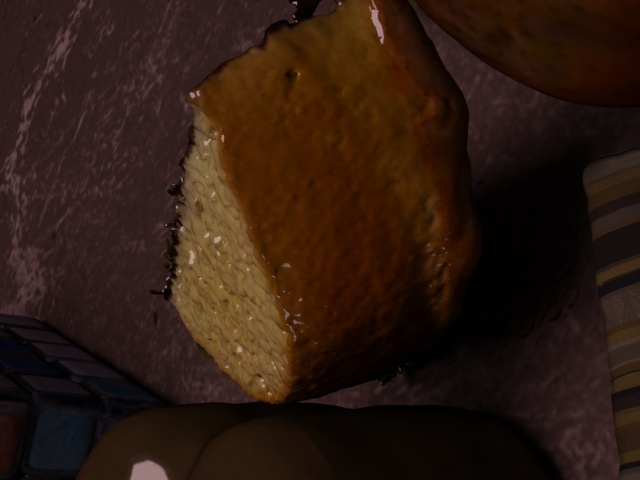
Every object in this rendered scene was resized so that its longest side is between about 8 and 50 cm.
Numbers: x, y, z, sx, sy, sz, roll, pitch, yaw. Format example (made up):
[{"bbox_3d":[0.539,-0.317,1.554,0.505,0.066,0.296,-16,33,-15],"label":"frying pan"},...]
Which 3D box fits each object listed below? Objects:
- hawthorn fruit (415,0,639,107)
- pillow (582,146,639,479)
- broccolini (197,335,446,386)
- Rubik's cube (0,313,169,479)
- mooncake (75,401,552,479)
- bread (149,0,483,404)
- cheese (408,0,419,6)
[{"bbox_3d":[0.140,-0.145,0.571,0.248,0.208,0.208,48,121,32],"label":"hawthorn fruit"},{"bbox_3d":[0.199,0.037,0.560,0.208,0.052,0.212,-22,67,48],"label":"pillow"},{"bbox_3d":[0.002,0.058,0.860,0.057,0.071,0.254,55,150,-9],"label":"broccolini"},{"bbox_3d":[-0.319,0.209,1.042,0.293,0.292,0.286,20,99,53],"label":"Rubik's cube"},{"bbox_3d":[-0.021,0.258,0.688,0.378,0.201,0.378,-16,70,51],"label":"mooncake"},{"bbox_3d":[0.006,0.004,0.676,0.134,0.129,0.260,53,157,20],"label":"bread"},{"bbox_3d":[0.081,-0.267,0.800,0.127,0.050,0.255,-3,79,54],"label":"cheese"}]
